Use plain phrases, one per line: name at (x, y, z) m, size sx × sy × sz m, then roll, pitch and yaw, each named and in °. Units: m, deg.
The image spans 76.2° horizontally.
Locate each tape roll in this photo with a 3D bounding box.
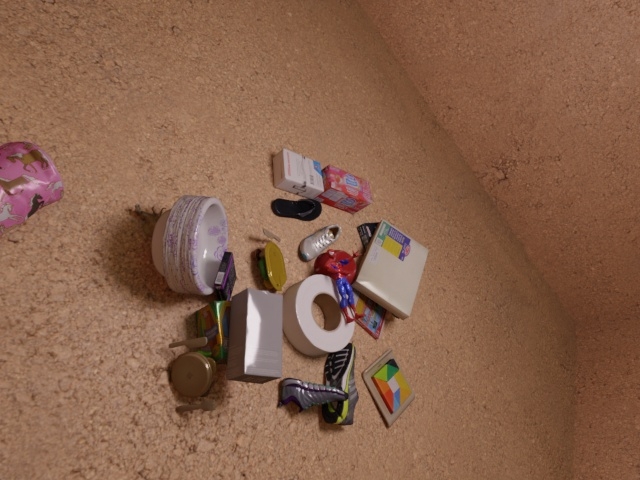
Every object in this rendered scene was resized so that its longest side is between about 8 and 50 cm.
tape roll at (-0.006, 0.272, 1.492) m, size 0.286 × 0.100 × 0.286 m, roll 22°, pitch 54°, yaw -34°

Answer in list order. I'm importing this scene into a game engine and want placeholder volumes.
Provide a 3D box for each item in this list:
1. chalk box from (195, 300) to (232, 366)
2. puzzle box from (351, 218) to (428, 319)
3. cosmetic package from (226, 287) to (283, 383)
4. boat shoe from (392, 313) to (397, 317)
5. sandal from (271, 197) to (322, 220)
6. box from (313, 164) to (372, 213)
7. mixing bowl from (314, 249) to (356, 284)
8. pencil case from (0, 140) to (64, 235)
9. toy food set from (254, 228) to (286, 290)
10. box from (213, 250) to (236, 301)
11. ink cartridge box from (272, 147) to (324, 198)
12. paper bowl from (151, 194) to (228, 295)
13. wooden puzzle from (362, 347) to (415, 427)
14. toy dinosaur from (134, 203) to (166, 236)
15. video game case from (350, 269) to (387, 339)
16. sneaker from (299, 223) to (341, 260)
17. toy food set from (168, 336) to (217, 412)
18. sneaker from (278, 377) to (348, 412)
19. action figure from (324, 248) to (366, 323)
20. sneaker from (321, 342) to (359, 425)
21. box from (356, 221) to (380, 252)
chalk box at (-0.272, 0.294, 1.199) m, size 0.132 × 0.132 × 0.213 m, roll 6°, pitch 63°, yaw -42°
puzzle box at (0.318, 0.115, 1.797) m, size 0.272 × 0.052 × 0.409 m, roll 34°, pitch 49°, yaw -4°
cosmetic package at (-0.180, 0.263, 1.135) m, size 0.127 × 0.107 × 0.238 m, roll 21°, pitch 52°, yaw -35°
boat shoe at (0.307, 0.235, 1.811) m, size 0.079 × 0.084 × 0.233 m, roll 67°, pitch 2°, yaw -67°
sandal at (-0.081, -0.130, 1.665) m, size 0.254 × 0.054 × 0.097 m, roll -6°, pitch 73°, yaw -45°
box at (0.096, -0.225, 1.833) m, size 0.257 × 0.128 × 0.123 m, roll 16°, pitch 59°, yaw -37°
mixing bowl at (0.075, 0.107, 1.636) m, size 0.181 × 0.098 × 0.181 m, roll 17°, pitch 53°, yaw -24°
pencil case at (-0.776, -0.078, 0.899) m, size 0.160 × 0.167 × 0.386 m, roll 26°, pitch 43°, yaw 11°
toy food set at (-0.186, 0.080, 1.453) m, size 0.128 × 0.071 × 0.218 m, roll 26°, pitch 50°, yaw -63°
box at (-0.292, 0.124, 1.262) m, size 0.029 × 0.162 × 0.116 m, roll 9°, pitch 55°, yaw 1°
ink cartridge box at (-0.094, -0.276, 1.708) m, size 0.203 × 0.086 × 0.148 m, roll 14°, pitch 59°, yaw -38°
paper bowl at (-0.376, 0.011, 1.178) m, size 0.148 × 0.284 × 0.284 m, roll 4°, pitch 56°, yaw 6°
wooden puzzle at (0.286, 0.585, 1.645) m, size 0.221 × 0.044 × 0.239 m, roll -22°, pitch 85°, yaw -48°
toy dinosaur at (-0.489, -0.038, 1.242) m, size 0.092 × 0.053 × 0.183 m, roll -39°, pitch 101°, yaw -30°
video game case at (0.176, 0.254, 1.731) m, size 0.285 × 0.025 × 0.204 m, roll 44°, pitch 45°, yaw -18°
sneaker at (0.000, 0.000, 1.647) m, size 0.087 × 0.092 × 0.229 m, roll 55°, pitch 44°, yaw -9°
toy food set at (-0.343, 0.364, 1.114) m, size 0.038 × 0.132 × 0.192 m, roll 24°, pitch 57°, yaw -77°
sneaker at (-0.023, 0.516, 1.328) m, size 0.223 × 0.083 × 0.098 m, roll 12°, pitch 67°, yaw -2°
action figure at (0.106, 0.147, 1.497) m, size 0.091 × 0.139 × 0.280 m, roll -12°, pitch 74°, yaw -48°
sneaker at (0.082, 0.513, 1.462) m, size 0.121 × 0.111 × 0.300 m, roll 48°, pitch 43°, yaw -38°
box at (0.276, 0.023, 1.929) m, size 0.175 × 0.051 × 0.220 m, roll -5°, pitch 72°, yaw -44°
